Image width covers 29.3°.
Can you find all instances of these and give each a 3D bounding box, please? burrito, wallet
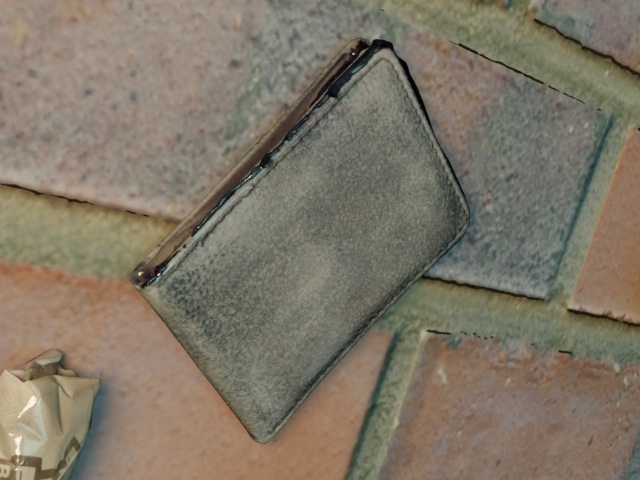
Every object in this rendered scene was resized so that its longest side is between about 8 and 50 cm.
[{"bbox_3d":[-0.173,0.156,0.639,0.064,0.064,0.203,25,88,-46],"label":"burrito"},{"bbox_3d":[-0.002,-0.001,0.757,0.222,0.036,0.167,-47,133,-17],"label":"wallet"}]
